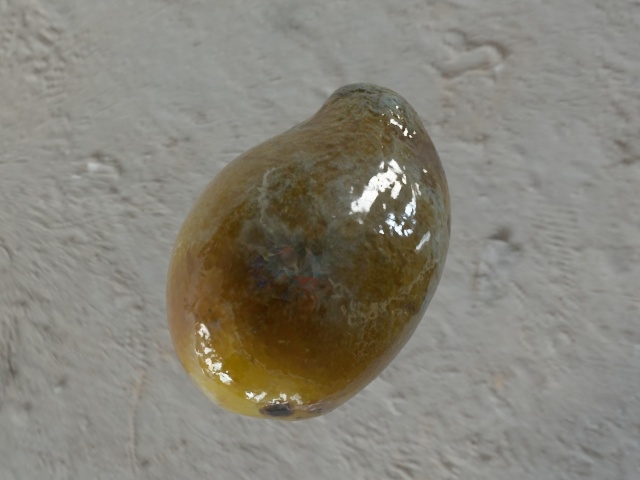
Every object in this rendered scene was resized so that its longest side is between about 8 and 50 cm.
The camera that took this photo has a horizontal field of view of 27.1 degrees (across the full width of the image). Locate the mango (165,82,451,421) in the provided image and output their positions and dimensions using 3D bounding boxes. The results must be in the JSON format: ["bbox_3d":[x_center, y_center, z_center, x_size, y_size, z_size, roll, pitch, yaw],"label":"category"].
[{"bbox_3d":[0.000,0.000,1.022,0.192,0.146,0.316,30,53,1],"label":"mango"}]
